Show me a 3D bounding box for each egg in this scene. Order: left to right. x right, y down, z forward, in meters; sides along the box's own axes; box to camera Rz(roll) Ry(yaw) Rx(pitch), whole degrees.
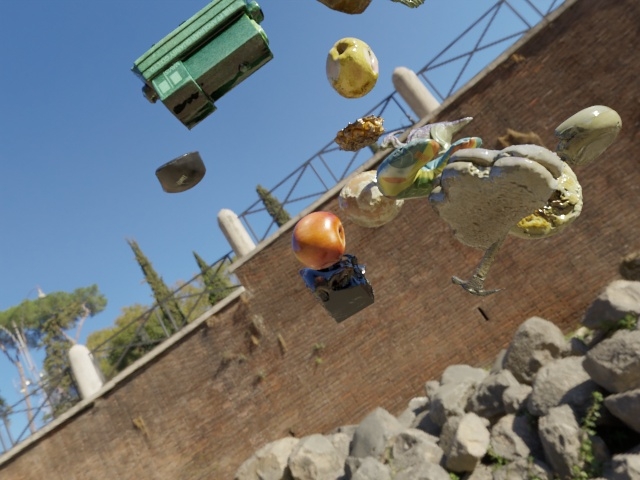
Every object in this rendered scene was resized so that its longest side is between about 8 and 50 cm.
[{"bbox_3d":[0.171,-0.140,1.517,0.233,0.195,0.195,-5,-25,-17],"label":"egg"}]

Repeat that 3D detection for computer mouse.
[{"bbox_3d":[-0.482,-0.226,1.572,0.170,0.100,0.269,-28,6,-14],"label":"computer mouse"}]

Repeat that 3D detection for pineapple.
[{"bbox_3d":[0.150,-0.387,1.662,0.224,0.076,0.225,-19,-5,-2],"label":"pineapple"}]

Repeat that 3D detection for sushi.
[{"bbox_3d":[0.040,0.146,1.605,0.215,0.212,0.227,-34,27,17],"label":"sushi"}]

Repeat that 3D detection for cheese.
[{"bbox_3d":[0.709,-0.282,1.204,0.202,0.091,0.175,-3,-38,-41],"label":"cheese"}]

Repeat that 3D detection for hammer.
[{"bbox_3d":[0.436,-0.002,1.097,0.298,0.125,0.027,-65,-27,0],"label":"hammer"}]

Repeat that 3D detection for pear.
[{"bbox_3d":[0.097,-0.536,1.385,0.178,0.178,0.178,-31,-15,-9],"label":"pear"}]

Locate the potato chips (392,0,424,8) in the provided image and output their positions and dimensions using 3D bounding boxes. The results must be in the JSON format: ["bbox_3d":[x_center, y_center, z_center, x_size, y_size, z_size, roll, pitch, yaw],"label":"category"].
[{"bbox_3d":[0.253,-0.777,1.410,0.207,0.092,0.028,12,-14,-22],"label":"potato chips"}]

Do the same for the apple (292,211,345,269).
[{"bbox_3d":[0.000,0.000,1.221,0.139,0.164,0.163,-20,-10,21],"label":"apple"}]

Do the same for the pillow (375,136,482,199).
[{"bbox_3d":[0.239,-0.168,1.028,0.233,0.086,0.214,-4,-26,-22],"label":"pillow"}]

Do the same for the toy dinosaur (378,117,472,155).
[{"bbox_3d":[0.328,-0.295,1.349,0.293,0.162,0.077,-8,-32,-7],"label":"toy dinosaur"}]

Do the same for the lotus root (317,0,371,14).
[{"bbox_3d":[0.009,-0.711,1.085,0.374,0.391,0.111,-2,-30,-40],"label":"lotus root"}]

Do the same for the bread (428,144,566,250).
[{"bbox_3d":[0.315,-0.088,0.881,0.337,0.183,0.102,98,-164,-71],"label":"bread"}]

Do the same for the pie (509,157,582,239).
[{"bbox_3d":[0.748,-0.161,1.575,0.339,0.339,0.077,-33,-6,-2],"label":"pie"}]

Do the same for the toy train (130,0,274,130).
[{"bbox_3d":[-0.246,-0.394,0.993,0.330,0.178,0.138,-36,-26,3],"label":"toy train"}]
